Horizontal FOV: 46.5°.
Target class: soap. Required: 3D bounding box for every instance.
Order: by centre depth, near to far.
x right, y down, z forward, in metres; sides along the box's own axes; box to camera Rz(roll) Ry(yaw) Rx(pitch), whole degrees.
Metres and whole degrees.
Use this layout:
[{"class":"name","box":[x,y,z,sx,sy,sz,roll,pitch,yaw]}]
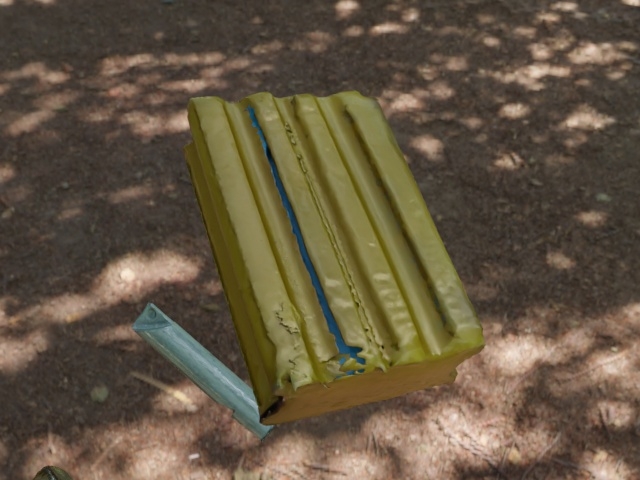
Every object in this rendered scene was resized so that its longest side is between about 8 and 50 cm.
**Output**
[{"class":"soap","box":[0.000,0.001,0.705,0.204,0.096,0.325,-7,56,-21]}]

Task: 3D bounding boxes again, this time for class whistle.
[{"class":"whistle","box":[-0.201,0.229,1.300,0.312,0.062,0.062,40,49,7]}]

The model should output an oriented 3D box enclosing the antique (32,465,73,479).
[{"class":"antique","box":[-0.538,0.642,1.649,0.284,0.125,0.150,29,75,22]}]
